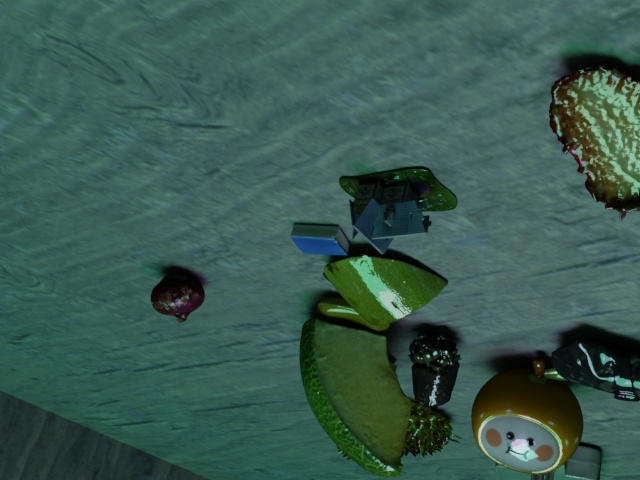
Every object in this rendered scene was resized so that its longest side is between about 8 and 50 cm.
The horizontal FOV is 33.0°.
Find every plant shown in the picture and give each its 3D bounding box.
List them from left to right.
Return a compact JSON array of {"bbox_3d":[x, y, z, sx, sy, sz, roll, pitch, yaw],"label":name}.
[{"bbox_3d":[0.215,0.237,2.025,0.094,0.143,0.092,11,-163,43],"label":"plant"}]

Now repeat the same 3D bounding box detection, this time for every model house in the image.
[{"bbox_3d":[0.104,-0.035,1.581,0.167,0.088,0.117,-4,148,35],"label":"model house"}]

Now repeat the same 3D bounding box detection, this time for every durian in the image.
[{"bbox_3d":[0.143,0.426,2.513,0.351,0.158,0.169,-8,180,41],"label":"durian"}]

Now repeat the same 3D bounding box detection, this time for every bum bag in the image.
[{"bbox_3d":[0.568,0.239,1.870,0.340,0.095,0.144,15,157,7],"label":"bum bag"}]

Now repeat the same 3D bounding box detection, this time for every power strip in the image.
[{"bbox_3d":[0.505,0.510,2.408,0.229,0.141,0.261,7,156,17],"label":"power strip"}]

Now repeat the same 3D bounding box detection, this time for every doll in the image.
[{"bbox_3d":[0.398,0.309,2.034,0.213,0.213,0.236,14,112,4],"label":"doll"}]

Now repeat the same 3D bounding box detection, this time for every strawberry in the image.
[{"bbox_3d":[0.367,-0.135,1.260,0.167,0.087,0.208,-23,112,25],"label":"strawberry"}]

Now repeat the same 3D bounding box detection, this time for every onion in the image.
[{"bbox_3d":[-0.276,0.111,2.093,0.107,0.097,0.107,-4,165,-1],"label":"onion"}]

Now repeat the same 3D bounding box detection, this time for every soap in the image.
[{"bbox_3d":[0.061,0.138,2.006,0.140,0.045,0.089,9,158,13],"label":"soap"}]

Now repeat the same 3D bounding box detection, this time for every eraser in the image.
[{"bbox_3d":[0.000,0.000,1.782,0.084,0.027,0.063,3,151,25],"label":"eraser"}]

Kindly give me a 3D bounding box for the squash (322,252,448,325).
[{"bbox_3d":[0.091,0.095,1.838,0.184,0.085,0.192,21,153,-31],"label":"squash"}]

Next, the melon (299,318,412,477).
[{"bbox_3d":[0.079,0.299,2.110,0.331,0.226,0.343,51,164,11],"label":"melon"}]
